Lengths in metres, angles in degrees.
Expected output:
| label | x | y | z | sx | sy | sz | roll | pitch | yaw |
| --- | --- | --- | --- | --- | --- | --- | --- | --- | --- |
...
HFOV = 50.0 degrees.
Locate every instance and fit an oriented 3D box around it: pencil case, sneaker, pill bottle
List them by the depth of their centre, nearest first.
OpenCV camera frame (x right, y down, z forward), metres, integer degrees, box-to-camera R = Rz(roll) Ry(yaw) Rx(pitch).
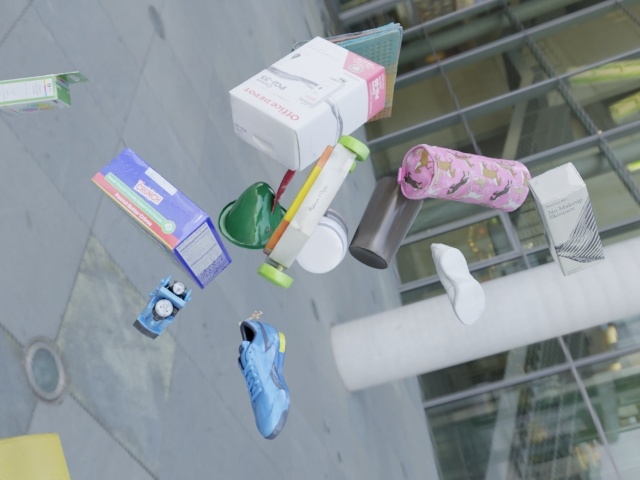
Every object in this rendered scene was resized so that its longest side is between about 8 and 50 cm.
| label | x | y | z | sx | sy | sz | roll | pitch | yaw |
| --- | --- | --- | --- | --- | --- | --- | --- | --- | --- |
| sneaker | -0.098 | 0.210 | 1.061 | 0.082 | 0.069 | 0.209 | 29 | 32 | -28 |
| sneaker | 0.310 | 0.094 | 1.580 | 0.212 | 0.080 | 0.094 | 66 | -12 | -24 |
| pencil case | 0.405 | -0.173 | 1.929 | 0.386 | 0.167 | 0.160 | 5 | 45 | -32 |
| pill bottle | 0.000 | 0.000 | 2.007 | 0.283 | 0.161 | 0.161 | -74 | 145 | -78 |

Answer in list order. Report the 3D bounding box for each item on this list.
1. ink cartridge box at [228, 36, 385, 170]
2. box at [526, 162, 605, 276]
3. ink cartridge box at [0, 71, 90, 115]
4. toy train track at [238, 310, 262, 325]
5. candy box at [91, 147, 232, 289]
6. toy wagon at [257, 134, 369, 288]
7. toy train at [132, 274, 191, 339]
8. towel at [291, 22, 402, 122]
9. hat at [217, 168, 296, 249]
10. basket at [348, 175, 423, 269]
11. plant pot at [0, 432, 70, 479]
| label | x | y | z | sx | sy | sz | roll | pitch | yaw |
| --- | --- | --- | --- | --- | --- | --- | --- | --- | --- |
| ink cartridge box | -0.026 | -0.302 | 1.492 | 0.207 | 0.283 | 0.117 | 33 | -33 | 28 |
| box | 0.586 | -0.044 | 1.630 | 0.275 | 0.113 | 0.094 | 54 | 17 | -40 |
| ink cartridge box | -0.664 | -0.350 | 1.643 | 0.109 | 0.209 | 0.062 | 180 | -99 | -87 |
| toy train track | -0.219 | 0.238 | 2.130 | 0.048 | 0.083 | 0.014 | 17 | -49 | 61 |
| candy box | -0.367 | -0.043 | 1.653 | 0.268 | 0.122 | 0.317 | 40 | -14 | 16 |
| toy wagon | -0.026 | -0.045 | 1.216 | 0.068 | 0.267 | 0.344 | 32 | -7 | -5 |
| toy train | -0.349 | 0.150 | 1.520 | 0.080 | 0.184 | 0.105 | 36 | 57 | -11 |
| towel | 0.065 | -0.403 | 1.768 | 0.370 | 0.271 | 0.040 | 86 | -10 | -67 |
| hat | -0.137 | -0.111 | 1.562 | 0.208 | 0.173 | 0.183 | -68 | 173 | -46 |
| basket | 0.185 | -0.044 | 1.999 | 0.204 | 0.154 | 0.227 | 97 | 19 | -68 |
| plant pot | -0.733 | 0.575 | 1.679 | 0.187 | 0.212 | 0.212 | -12 | 81 | -39 |
